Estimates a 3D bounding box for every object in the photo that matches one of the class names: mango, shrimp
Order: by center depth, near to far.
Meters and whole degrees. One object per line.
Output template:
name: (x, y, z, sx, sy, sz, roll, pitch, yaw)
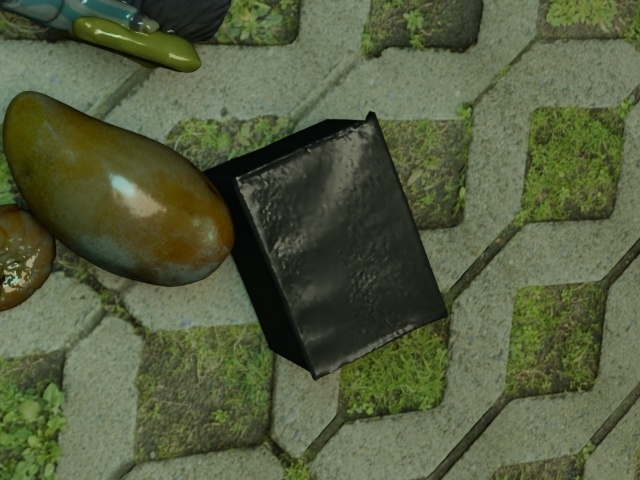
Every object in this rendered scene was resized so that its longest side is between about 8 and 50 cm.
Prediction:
mango: (-0.294, -0.067, 1.617, 0.384, 0.221, 0.199, 39, 66, -21)
shrimp: (-0.509, 0.048, 1.617, 0.287, 0.063, 0.152, -27, 113, -28)

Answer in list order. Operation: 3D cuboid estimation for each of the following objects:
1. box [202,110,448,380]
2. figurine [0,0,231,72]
box: (0.001, 0.000, 1.763, 0.251, 0.204, 0.345, -26, 106, -18)
figurine: (-0.275, -0.445, 1.540, 0.361, 0.266, 0.377, 14, 94, -41)
